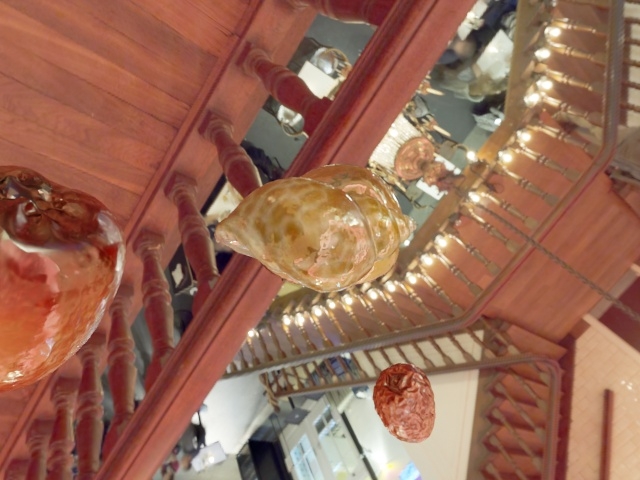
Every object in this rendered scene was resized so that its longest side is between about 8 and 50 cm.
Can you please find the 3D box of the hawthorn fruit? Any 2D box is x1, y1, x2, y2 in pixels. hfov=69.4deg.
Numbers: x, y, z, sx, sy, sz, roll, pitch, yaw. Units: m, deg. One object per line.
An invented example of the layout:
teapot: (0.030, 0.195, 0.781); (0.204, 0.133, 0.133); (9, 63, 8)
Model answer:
hawthorn fruit: (-0.243, 0.039, 0.351); (0.169, 0.169, 0.188); (15, 117, -32)

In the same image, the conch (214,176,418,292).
conch: (-0.012, -0.008, 0.433); (0.116, 0.172, 0.106); (56, 47, -53)

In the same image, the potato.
potato: (0.017, -0.039, 0.596); (0.202, 0.182, 0.117); (1, 145, -9)

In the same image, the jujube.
jujube: (0.160, 0.305, 0.851); (0.112, 0.109, 0.176); (-29, 127, -5)
